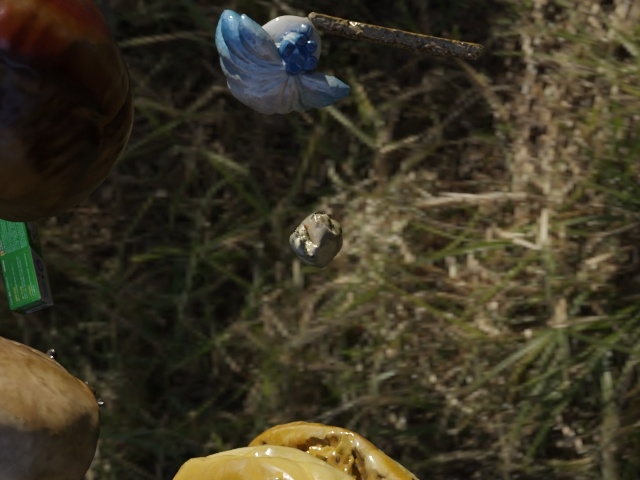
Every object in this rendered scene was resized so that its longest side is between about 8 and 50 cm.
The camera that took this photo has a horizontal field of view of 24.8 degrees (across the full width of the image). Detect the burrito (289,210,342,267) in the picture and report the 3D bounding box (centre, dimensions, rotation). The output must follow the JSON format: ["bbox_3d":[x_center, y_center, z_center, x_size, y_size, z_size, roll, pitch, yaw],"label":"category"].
[{"bbox_3d":[-0.001,-0.001,1.520,0.045,0.188,0.058,35,90,7],"label":"burrito"}]

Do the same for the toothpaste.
[{"bbox_3d":[-0.350,-0.005,1.674,0.043,0.037,0.178,-19,73,13],"label":"toothpaste"}]

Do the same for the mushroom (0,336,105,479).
[{"bbox_3d":[-0.271,0.104,0.839,0.286,0.151,0.156,-14,54,35],"label":"mushroom"}]

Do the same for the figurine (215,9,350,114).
[{"bbox_3d":[-0.036,-0.135,1.090,0.114,0.114,0.079,27,94,34],"label":"figurine"}]

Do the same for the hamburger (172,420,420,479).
[{"bbox_3d":[-0.005,0.288,1.080,0.319,0.158,0.318,11,109,35],"label":"hamburger"}]

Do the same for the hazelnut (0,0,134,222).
[{"bbox_3d":[-0.254,-0.131,1.205,0.229,0.229,0.229,-1,89,37],"label":"hazelnut"}]

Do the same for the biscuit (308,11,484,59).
[{"bbox_3d":[0.098,-0.265,1.903,0.231,0.131,0.025,12,98,2],"label":"biscuit"}]
